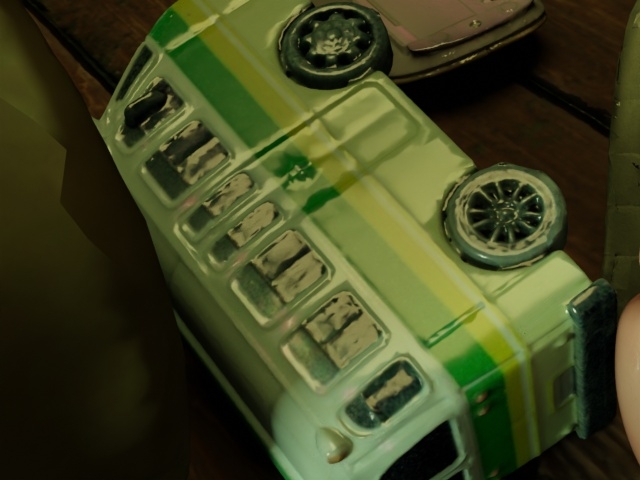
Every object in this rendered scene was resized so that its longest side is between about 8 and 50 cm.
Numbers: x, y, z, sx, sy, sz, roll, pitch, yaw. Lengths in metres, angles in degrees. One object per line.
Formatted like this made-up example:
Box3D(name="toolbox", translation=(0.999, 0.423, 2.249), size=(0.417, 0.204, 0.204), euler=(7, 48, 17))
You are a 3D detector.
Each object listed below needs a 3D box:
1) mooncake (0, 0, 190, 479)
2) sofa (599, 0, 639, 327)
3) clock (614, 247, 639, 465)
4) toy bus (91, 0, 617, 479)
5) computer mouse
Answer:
Box3D(name="mooncake", translation=(-0.262, -0.008, 0.569), size=(0.262, 0.467, 0.467), euler=(-31, 41, -20))
Box3D(name="sofa", translation=(0.267, -0.047, 0.713), size=(0.210, 0.176, 0.225), euler=(6, 16, 26))
Box3D(name="clock", translation=(0.170, 0.086, 0.529), size=(0.093, 0.166, 0.162), euler=(-12, 32, 5))
Box3D(name="toy bus", translation=(0.000, 0.000, 0.670), size=(0.165, 0.133, 0.276), euler=(-35, 58, -11))
Box3D(name="computer mouse", translation=(0.054, -0.170, 0.953), size=(0.126, 0.056, 0.245), euler=(-27, 39, -12))
